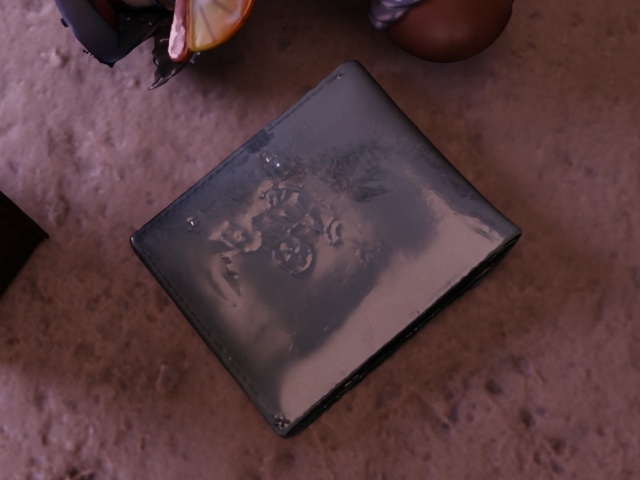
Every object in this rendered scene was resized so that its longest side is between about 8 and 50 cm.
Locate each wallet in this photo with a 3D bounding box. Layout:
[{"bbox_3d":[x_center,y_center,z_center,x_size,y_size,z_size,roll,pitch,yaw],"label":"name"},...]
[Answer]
[{"bbox_3d":[0.000,0.000,0.993,0.290,0.054,0.251,-39,71,-1],"label":"wallet"}]

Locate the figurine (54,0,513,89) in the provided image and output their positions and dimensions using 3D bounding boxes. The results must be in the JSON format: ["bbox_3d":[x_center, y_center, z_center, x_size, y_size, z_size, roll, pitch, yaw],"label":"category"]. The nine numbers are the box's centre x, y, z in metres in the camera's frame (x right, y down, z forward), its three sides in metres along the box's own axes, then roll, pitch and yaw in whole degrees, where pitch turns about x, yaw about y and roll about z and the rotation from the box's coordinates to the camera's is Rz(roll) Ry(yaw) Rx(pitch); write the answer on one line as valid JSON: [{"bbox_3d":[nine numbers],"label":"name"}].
[{"bbox_3d":[-0.036,-0.278,0.981,0.388,0.248,0.276,-16,63,11],"label":"figurine"}]

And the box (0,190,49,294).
[{"bbox_3d":[-0.379,-0.026,0.913,0.184,0.273,0.143,30,79,12],"label":"box"}]
